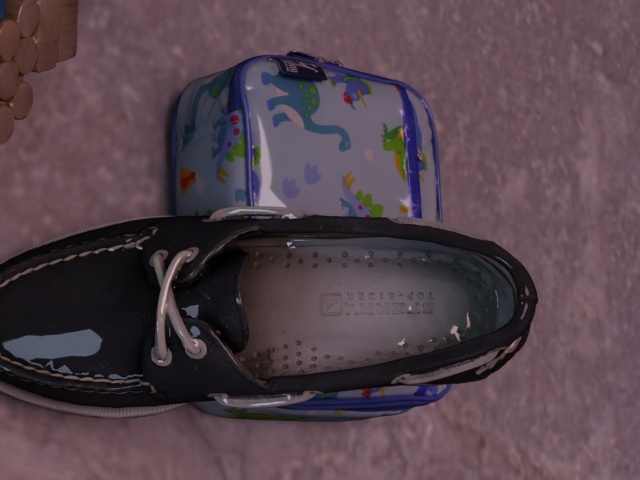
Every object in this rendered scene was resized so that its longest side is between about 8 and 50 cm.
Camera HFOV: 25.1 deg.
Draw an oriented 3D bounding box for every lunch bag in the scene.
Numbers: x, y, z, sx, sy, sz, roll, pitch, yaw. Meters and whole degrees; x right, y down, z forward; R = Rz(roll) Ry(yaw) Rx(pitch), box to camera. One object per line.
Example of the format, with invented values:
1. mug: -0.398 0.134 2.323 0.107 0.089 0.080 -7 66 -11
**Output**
1. lunch bag: 0.000 0.000 0.878 0.176 0.090 0.219 9 73 -40

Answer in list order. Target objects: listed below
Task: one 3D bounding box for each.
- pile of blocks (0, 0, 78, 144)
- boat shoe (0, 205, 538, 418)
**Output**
1. pile of blocks: -0.200 -0.128 0.721 0.149 0.113 0.362 80 27 -51
2. boat shoe: -0.040 0.031 0.743 0.303 0.091 0.114 -6 80 -5
